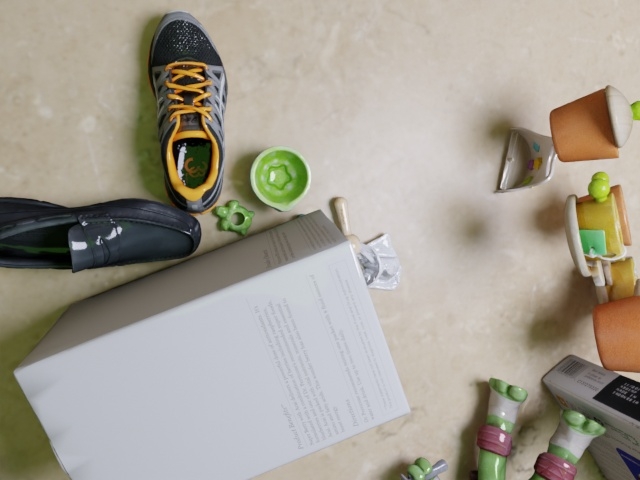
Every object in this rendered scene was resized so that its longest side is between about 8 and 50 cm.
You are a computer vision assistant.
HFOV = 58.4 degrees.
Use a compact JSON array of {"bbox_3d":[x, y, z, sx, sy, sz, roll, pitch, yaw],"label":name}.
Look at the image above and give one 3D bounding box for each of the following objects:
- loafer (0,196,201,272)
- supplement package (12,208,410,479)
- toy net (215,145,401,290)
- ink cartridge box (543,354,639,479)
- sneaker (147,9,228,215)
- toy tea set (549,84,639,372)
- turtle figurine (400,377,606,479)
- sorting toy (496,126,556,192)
[{"bbox_3d":[-0.234,0.002,0.580,0.223,0.078,0.076,2,129,-11],"label":"loafer"},{"bbox_3d":[-0.094,0.111,0.559,0.292,0.175,0.178,-21,105,-4],"label":"supplement package"},{"bbox_3d":[0.000,0.000,0.659,0.232,0.045,0.122,37,86,-13],"label":"toy net"},{"bbox_3d":[0.437,0.322,0.720,0.069,0.175,0.371,-35,101,-9],"label":"ink cartridge box"},{"bbox_3d":[-0.134,-0.133,0.598,0.084,0.083,0.215,-8,95,-11],"label":"sneaker"},{"bbox_3d":[0.347,-0.003,0.621,0.124,0.200,0.336,-11,123,30],"label":"toy tea set"},{"bbox_3d":[0.201,0.300,0.647,0.274,0.197,0.266,30,79,-27],"label":"turtle figurine"},{"bbox_3d":[0.259,-0.095,0.696,0.044,0.075,0.083,11,93,-13],"label":"sorting toy"}]
